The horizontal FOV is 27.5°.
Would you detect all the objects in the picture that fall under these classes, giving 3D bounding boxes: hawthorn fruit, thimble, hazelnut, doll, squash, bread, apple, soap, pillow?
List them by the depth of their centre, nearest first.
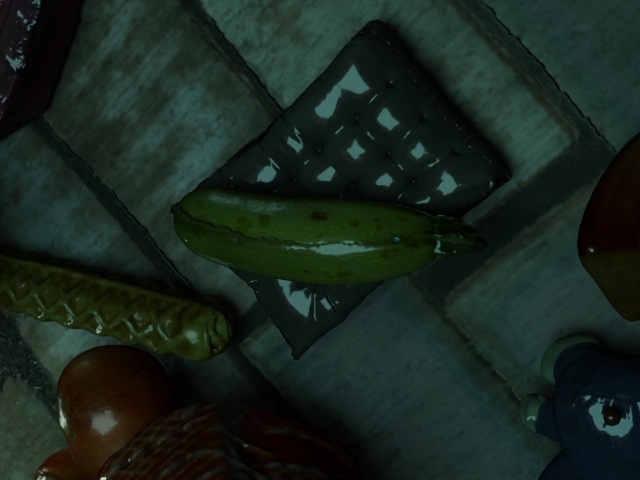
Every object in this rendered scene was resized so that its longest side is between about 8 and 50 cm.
[{"bbox_3d":[0.360,-0.014,1.228,0.212,0.181,0.181,32,142,17],"label":"hazelnut"},{"bbox_3d":[0.310,0.233,1.325,0.228,0.154,0.258,4,111,20],"label":"doll"},{"bbox_3d":[0.000,0.000,1.329,0.341,0.094,0.094,6,105,19],"label":"squash"},{"bbox_3d":[0.015,-0.054,1.408,0.326,0.101,0.228,-42,87,29],"label":"pillow"},{"bbox_3d":[-0.099,0.368,1.436,0.350,0.230,0.350,-2,117,-4],"label":"thimble"},{"bbox_3d":[-0.409,-0.214,1.553,0.182,0.112,0.289,32,114,15],"label":"soap"},{"bbox_3d":[-0.235,0.203,1.555,0.139,0.163,0.163,-15,97,3],"label":"apple"},{"bbox_3d":[-0.269,0.072,1.575,0.367,0.084,0.077,13,103,21],"label":"bread"},{"bbox_3d":[-0.302,0.320,1.636,0.128,0.128,0.128,6,105,23],"label":"hawthorn fruit"}]
